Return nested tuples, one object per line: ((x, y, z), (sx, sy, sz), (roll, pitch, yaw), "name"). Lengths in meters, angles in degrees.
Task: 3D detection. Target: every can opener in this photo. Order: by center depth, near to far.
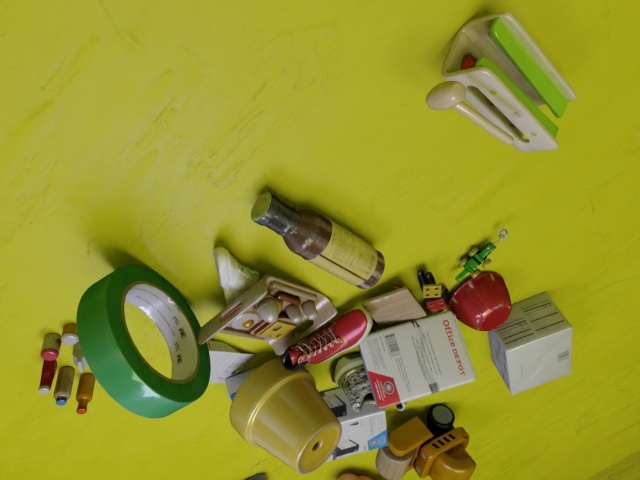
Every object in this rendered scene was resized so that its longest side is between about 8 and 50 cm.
((0.301, 0.136, 1.375), (0.059, 0.073, 0.186), (6, 147, 38), "can opener")

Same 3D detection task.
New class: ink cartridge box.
((-0.288, 0.336, 1.393), (0.145, 0.045, 0.179), (-47, 144, 22), "ink cartridge box")
((0.259, 0.328, 1.393), (0.273, 0.196, 0.114), (-16, 165, -1), "ink cartridge box")
((-0.206, 0.463, 1.486), (0.104, 0.060, 0.180), (-19, 132, -12), "ink cartridge box")
((0.050, 0.597, 1.632), (0.308, 0.129, 0.223), (-13, 131, -5), "ink cartridge box")

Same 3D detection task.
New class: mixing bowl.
((0.465, 0.189, 1.420), (0.182, 0.098, 0.181), (-12, 131, -14), "mixing bowl")

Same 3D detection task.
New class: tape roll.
((-0.360, 0.208, 1.066), (0.077, 0.321, 0.321), (-31, 130, 10), "tape roll")

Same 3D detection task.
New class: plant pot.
((-0.079, 0.487, 1.373), (0.254, 0.239, 0.253), (-26, 131, -34), "plant pot")

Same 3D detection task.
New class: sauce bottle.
((0.000, 0.000, 1.136), (0.344, 0.111, 0.111), (32, 115, -34), "sauce bottle")

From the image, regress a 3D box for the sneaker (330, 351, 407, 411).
((0.246, 0.433, 1.515), (0.411, 0.182, 0.158), (-7, 131, -10), "sneaker")

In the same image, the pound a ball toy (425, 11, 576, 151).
((0.329, -0.269, 0.967), (0.319, 0.136, 0.208), (28, 81, -33), "pound a ball toy")

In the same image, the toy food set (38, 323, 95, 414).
((-0.620, 0.319, 1.228), (0.111, 0.104, 0.232), (0, 129, -16), "toy food set")

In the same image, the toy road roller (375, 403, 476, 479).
((0.379, 0.750, 1.746), (0.330, 0.240, 0.202), (-17, 133, -25), "toy road roller")

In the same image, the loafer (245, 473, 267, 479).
((-0.296, 0.949, 1.849), (0.251, 0.094, 0.087), (-23, 127, 4), "loafer")

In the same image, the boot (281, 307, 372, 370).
((0.012, 0.264, 1.319), (0.244, 0.088, 0.176), (-43, 155, 29), "boot")

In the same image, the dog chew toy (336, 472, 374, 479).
((0.169, 1.028, 1.986), (0.207, 0.206, 0.332), (-35, 122, 13), "dog chew toy")

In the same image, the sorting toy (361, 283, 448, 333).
((0.206, 0.168, 1.361), (0.275, 0.046, 0.132), (-22, 132, 22), "sorting toy")

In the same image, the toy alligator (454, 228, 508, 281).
((0.428, 0.038, 1.331), (0.189, 0.056, 0.051), (-51, 166, 24), "toy alligator")

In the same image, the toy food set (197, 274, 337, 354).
((-0.120, 0.205, 1.243), (0.220, 0.092, 0.306), (-39, 146, 17), "toy food set")

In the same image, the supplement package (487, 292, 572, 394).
((0.646, 0.323, 1.562), (0.204, 0.145, 0.261), (-22, 132, 3), "supplement package")

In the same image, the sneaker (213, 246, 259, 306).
((-0.191, 0.082, 1.181), (0.094, 0.080, 0.212), (-16, 141, -9), "sneaker")
